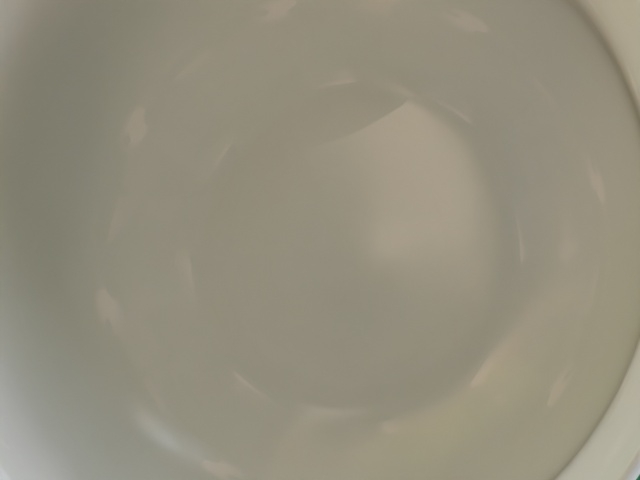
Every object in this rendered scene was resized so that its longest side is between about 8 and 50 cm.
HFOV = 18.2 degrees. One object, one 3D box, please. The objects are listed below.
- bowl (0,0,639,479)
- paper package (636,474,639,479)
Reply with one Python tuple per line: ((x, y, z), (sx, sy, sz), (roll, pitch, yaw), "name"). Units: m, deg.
((0.000, 0.000, 0.734), (0.297, 0.134, 0.298), (-2, -97, 15), "bowl")
((0.149, 0.192, 1.034), (0.324, 0.168, 0.309), (-11, -30, -3), "paper package")
